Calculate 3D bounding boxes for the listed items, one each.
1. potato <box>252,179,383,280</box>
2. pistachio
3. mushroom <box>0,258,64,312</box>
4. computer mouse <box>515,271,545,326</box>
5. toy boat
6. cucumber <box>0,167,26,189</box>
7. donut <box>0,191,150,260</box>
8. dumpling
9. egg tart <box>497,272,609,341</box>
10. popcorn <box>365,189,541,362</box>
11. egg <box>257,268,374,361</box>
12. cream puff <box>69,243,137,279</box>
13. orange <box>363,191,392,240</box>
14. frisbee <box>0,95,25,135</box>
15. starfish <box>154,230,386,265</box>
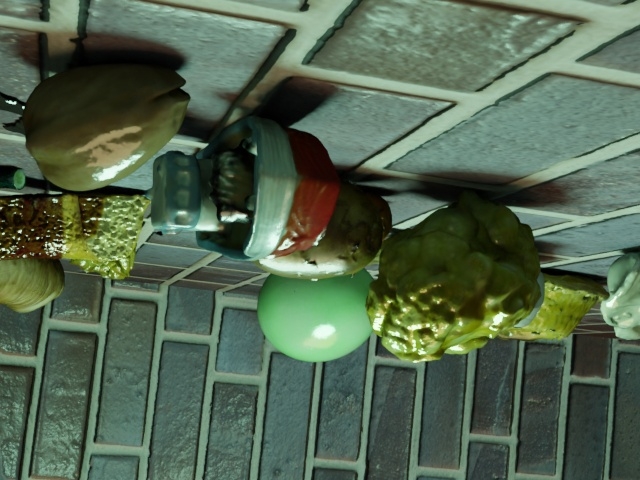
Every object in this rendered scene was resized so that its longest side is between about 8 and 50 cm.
[{"bbox_3d":[-0.010,-0.015,1.382,0.176,0.137,0.137,11,172,-8],"label":"potato"},{"bbox_3d":[-0.192,-0.105,0.981,0.185,0.108,0.126,-10,-169,41],"label":"pistachio"},{"bbox_3d":[-0.630,0.020,2.066,0.397,0.224,0.314,0,161,-43],"label":"mushroom"},{"bbox_3d":[0.293,0.066,1.877,0.184,0.121,0.297,11,-173,12],"label":"computer mouse"},{"bbox_3d":[-0.091,-0.052,1.119,0.133,0.145,0.332,2,178,-21],"label":"toy boat"},{"bbox_3d":[-0.491,-0.092,1.598,0.133,0.032,0.032,4,173,22],"label":"cucumber"},{"bbox_3d":[-0.414,-0.021,1.698,0.295,0.112,0.151,2,179,-14],"label":"donut"},{"bbox_3d":[0.513,0.090,1.772,0.124,0.151,0.229,34,-169,34],"label":"dumpling"},{"bbox_3d":[0.413,0.131,2.242,0.345,0.132,0.345,5,170,1],"label":"egg tart"},{"bbox_3d":[0.171,0.047,1.403,0.256,0.195,0.255,-36,173,-34],"label":"popcorn"},{"bbox_3d":[-0.002,0.133,2.205,0.270,0.220,0.220,-7,166,37],"label":"egg"},{"bbox_3d":[-0.410,0.011,2.019,0.146,0.116,0.146,3,175,0],"label":"cream puff"},{"bbox_3d":[0.057,-0.027,1.477,0.084,0.083,0.083,6,173,1],"label":"orange"},{"bbox_3d":[-0.306,-0.130,1.223,0.211,0.012,0.187,8,173,-26],"label":"frisbee"},{"bbox_3d":[0.000,0.000,1.700,0.324,0.082,0.432,3,173,31],"label":"starfish"}]
